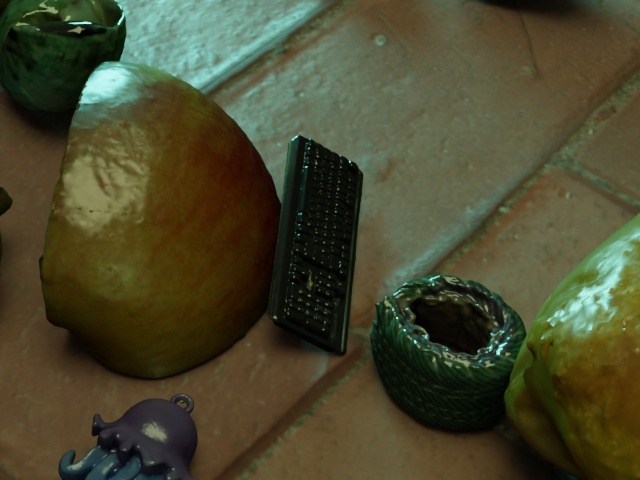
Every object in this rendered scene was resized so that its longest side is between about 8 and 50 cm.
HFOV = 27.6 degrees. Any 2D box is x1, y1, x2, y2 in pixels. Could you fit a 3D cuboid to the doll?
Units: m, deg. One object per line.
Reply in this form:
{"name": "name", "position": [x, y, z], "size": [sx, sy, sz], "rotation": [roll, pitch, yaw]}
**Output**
{"name": "doll", "position": [-0.164, 0.199, 1.070], "size": [0.110, 0.067, 0.206], "rotation": [32, 51, 9]}

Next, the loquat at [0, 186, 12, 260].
{"name": "loquat", "position": [-0.367, -0.001, 1.180], "size": [0.172, 0.149, 0.204], "rotation": [32, 42, 27]}

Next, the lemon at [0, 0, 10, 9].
{"name": "lemon", "position": [-0.380, -0.403, 1.470], "size": [0.268, 0.268, 0.322], "rotation": [15, 49, 9]}

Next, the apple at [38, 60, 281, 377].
{"name": "apple", "position": [-0.156, -0.041, 1.249], "size": [0.179, 0.254, 0.346], "rotation": [-24, 40, 29]}

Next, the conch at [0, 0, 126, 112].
{"name": "conch", "position": [-0.270, -0.211, 1.383], "size": [0.176, 0.122, 0.188], "rotation": [-19, 31, 23]}

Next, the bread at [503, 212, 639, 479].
{"name": "bread", "position": [0.360, 0.105, 1.045], "size": [0.361, 0.250, 0.394], "rotation": [37, 47, 26]}

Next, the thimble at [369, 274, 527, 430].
{"name": "thimble", "position": [0.117, 0.097, 1.169], "size": [0.118, 0.090, 0.135], "rotation": [-30, 55, -31]}

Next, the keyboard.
{"name": "keyboard", "position": [0.000, 0.000, 1.262], "size": [0.094, 0.025, 0.230], "rotation": [28, 47, -26]}
